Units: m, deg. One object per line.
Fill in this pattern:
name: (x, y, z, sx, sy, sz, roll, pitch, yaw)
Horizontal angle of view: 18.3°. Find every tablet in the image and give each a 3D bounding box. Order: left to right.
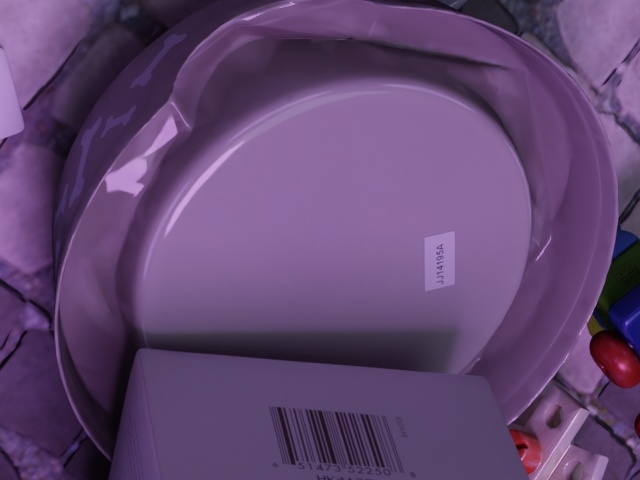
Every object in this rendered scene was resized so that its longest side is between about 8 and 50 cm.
tablet: (-0.211, -0.072, 1.123, 0.083, 0.006, 0.054, -23, 120, -21)

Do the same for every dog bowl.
dog bowl: (0.000, 0.000, 1.184, 0.349, 0.102, 0.349, -12, 125, -17)

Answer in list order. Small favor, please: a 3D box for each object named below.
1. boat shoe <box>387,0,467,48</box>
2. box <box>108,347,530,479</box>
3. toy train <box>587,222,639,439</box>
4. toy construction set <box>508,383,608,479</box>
boat shoe: (0.036, -0.129, 1.224, 0.142, 0.049, 0.040, -29, 165, -9)
box: (-0.025, 0.256, 1.148, 0.215, 0.168, 0.345, 5, 120, -15)
toy train: (0.241, 0.086, 1.382, 0.105, 0.143, 0.248, -38, 129, -5)
toy construction set: (0.232, 0.242, 1.428, 0.328, 0.151, 0.215, 30, 117, -28)
